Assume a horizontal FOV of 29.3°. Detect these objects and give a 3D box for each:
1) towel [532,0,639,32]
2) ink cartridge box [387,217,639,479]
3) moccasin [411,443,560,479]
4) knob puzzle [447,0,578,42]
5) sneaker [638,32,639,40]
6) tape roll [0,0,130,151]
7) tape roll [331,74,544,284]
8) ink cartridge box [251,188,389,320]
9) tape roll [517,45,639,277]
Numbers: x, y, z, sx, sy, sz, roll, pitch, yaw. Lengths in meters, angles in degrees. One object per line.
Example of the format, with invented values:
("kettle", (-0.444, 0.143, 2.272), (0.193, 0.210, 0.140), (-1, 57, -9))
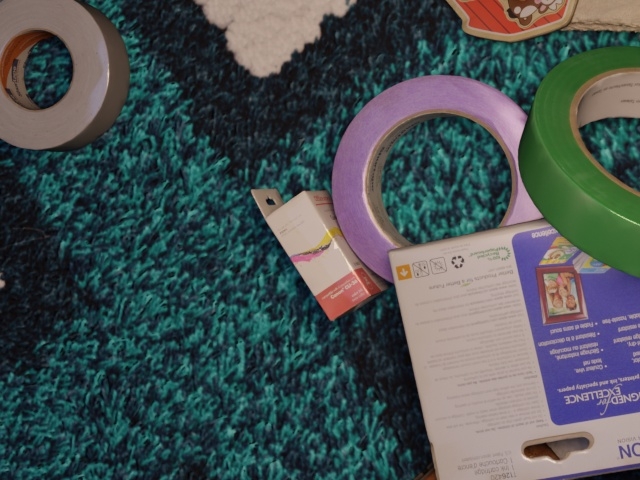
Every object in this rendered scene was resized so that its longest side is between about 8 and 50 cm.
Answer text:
("towel", (0.393, -0.338, 1.459), (0.282, 0.049, 0.187), (11, 88, 35))
("ink cartridge box", (0.259, 0.130, 1.459), (0.304, 0.072, 0.307), (-12, 92, 14))
("moccasin", (0.146, 0.380, 1.557), (0.380, 0.139, 0.147), (-44, 72, 3))
("knob puzzle", (0.242, -0.331, 1.512), (0.213, 0.030, 0.213), (-7, 77, 32))
("sneaker", (0.503, -0.286, 1.460), (0.232, 0.090, 0.115), (3, 89, 13))
("tape roll", (-0.379, -0.233, 1.697), (0.219, 0.072, 0.219), (0, 92, 14))
("tape roll", (0.157, -0.070, 1.555), (0.275, 0.090, 0.274), (0, 91, 14))
("ink cartridge box", (0.000, 0.000, 1.583), (0.067, 0.115, 0.198), (-35, 84, 14))
("tape roll", (0.390, -0.092, 1.391), (0.321, 0.321, 0.077), (24, 137, 13))
